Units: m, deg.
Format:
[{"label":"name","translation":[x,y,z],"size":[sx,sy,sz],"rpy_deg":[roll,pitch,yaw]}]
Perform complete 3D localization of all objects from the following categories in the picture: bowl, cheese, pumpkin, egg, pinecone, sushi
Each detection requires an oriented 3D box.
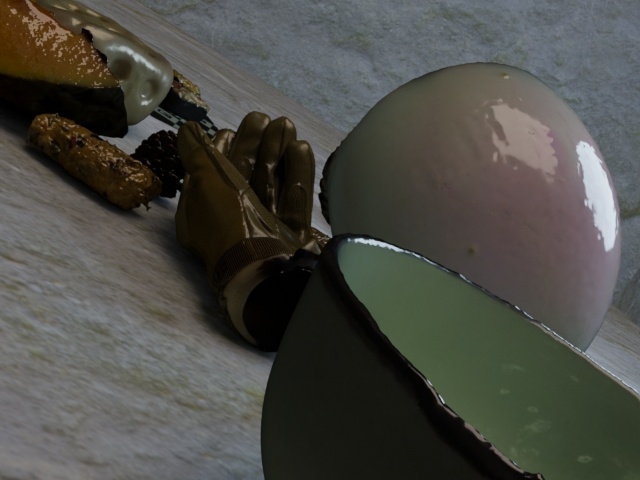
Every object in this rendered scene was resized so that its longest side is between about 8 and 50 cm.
[{"label":"bowl","translation":[0.099,0.168,0.560],"size":[0.354,0.185,0.354],"rpy_deg":[32,12,-8]},{"label":"cheese","translation":[-0.321,-0.252,1.286],"size":[0.235,0.117,0.218],"rpy_deg":[26,13,-29]},{"label":"pumpkin","translation":[-0.359,-0.217,1.076],"size":[0.148,0.169,0.312],"rpy_deg":[-24,71,-28]},{"label":"egg","translation":[0.204,0.016,1.130],"size":[0.355,0.354,0.339],"rpy_deg":[24,34,-41]},{"label":"pinecone","translation":[-0.187,-0.092,1.104],"size":[0.077,0.083,0.077],"rpy_deg":[12,-27,6]},{"label":"sushi","translation":[-0.258,-0.257,1.644],"size":[0.264,0.050,0.290],"rpy_deg":[26,14,-33]}]

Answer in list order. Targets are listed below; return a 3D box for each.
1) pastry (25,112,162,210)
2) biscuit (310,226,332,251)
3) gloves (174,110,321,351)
[{"label":"pastry","translation":[-0.238,-0.083,0.986],"size":[0.140,0.056,0.080],"rpy_deg":[30,3,13]},{"label":"biscuit","translation":[0.000,0.000,1.392],"size":[0.082,0.016,0.092],"rpy_deg":[30,11,-22]},{"label":"gloves","translation":[-0.073,-0.018,0.969],"size":[0.154,0.141,0.331],"rpy_deg":[2,34,-18]}]
